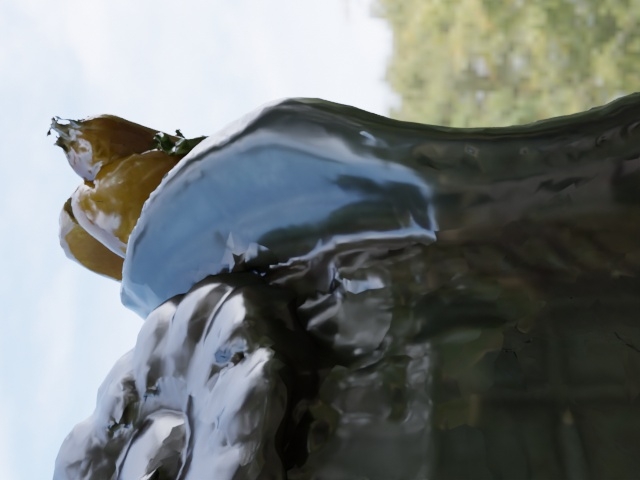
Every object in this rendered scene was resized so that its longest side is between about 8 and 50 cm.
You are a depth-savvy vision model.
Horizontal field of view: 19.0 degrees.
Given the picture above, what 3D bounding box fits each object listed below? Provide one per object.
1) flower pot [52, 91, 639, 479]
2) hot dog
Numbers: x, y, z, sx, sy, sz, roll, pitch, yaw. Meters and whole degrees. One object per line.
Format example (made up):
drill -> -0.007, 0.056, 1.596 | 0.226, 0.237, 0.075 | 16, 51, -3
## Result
flower pot -> 0.043, 0.081, 0.663 | 0.302, 0.301, 0.213 | 41, -138, -68
hot dog -> 0.000, 0.000, 0.853 | 0.269, 0.109, 0.072 | 17, -107, -28
